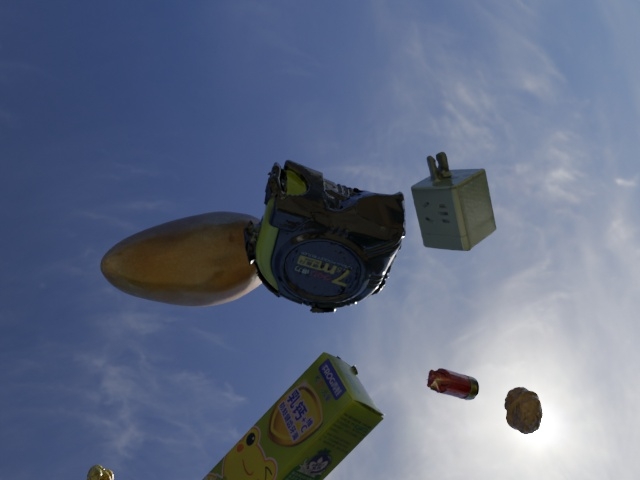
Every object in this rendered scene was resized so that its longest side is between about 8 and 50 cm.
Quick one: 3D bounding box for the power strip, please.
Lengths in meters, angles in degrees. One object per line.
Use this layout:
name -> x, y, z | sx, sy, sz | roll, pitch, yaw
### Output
power strip -> 0.315, -0.103, 1.290 | 0.139, 0.140, 0.224 | -29, -68, -33

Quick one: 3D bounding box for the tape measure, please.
tape measure -> 0.000, 0.000, 0.703 | 0.199, 0.186, 0.112 | 17, -140, -6

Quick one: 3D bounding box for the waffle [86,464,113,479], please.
waffle -> -0.452, 0.595, 1.047 | 0.065, 0.309, 0.283 | 10, -133, -17

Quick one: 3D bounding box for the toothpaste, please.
toothpaste -> -0.058, 0.321, 0.792 | 0.327, 0.110, 0.077 | -47, -57, 6

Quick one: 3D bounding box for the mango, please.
mango -> -0.272, 0.043, 1.165 | 0.383, 0.221, 0.199 | -9, -57, -26

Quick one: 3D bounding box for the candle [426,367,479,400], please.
candle -> 0.262, 0.288, 1.078 | 0.130, 0.052, 0.052 | 22, -113, -35

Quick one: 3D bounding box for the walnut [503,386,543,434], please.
walnut -> 0.412, 0.345, 1.089 | 0.082, 0.079, 0.096 | -21, -63, -12
